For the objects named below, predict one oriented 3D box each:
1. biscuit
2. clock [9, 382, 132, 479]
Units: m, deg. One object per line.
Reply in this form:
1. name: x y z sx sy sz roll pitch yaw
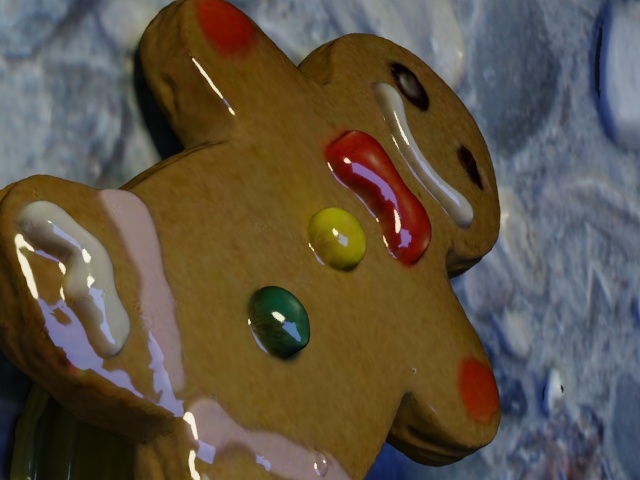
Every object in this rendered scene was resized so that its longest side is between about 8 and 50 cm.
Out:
1. biscuit: 0.001 0.000 0.961 0.283 0.064 0.432 56 34 -6
2. clock: -0.051 0.130 0.935 0.237 0.057 0.237 13 74 -50
